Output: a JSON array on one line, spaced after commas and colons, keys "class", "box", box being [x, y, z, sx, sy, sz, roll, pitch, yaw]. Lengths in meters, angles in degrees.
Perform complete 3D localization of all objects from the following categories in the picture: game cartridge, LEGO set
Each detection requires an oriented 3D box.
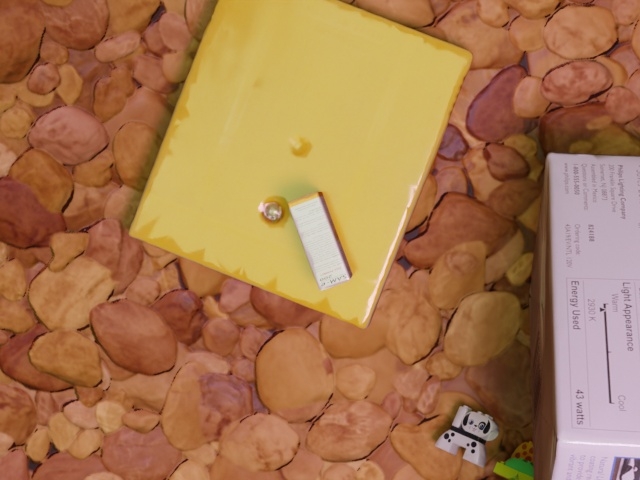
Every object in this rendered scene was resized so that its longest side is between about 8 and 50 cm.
[{"class": "game cartridge", "box": [-0.022, -0.103, 1.474, 0.285, 0.053, 0.323, 22, 92, 3]}, {"class": "LEGO set", "box": [0.248, 0.224, 1.435, 0.227, 0.087, 0.093, 19, 81, 38]}]

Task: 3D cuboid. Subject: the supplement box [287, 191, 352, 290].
[{"class": "supplement box", "box": [0.000, 0.000, 1.419, 0.036, 0.062, 0.098, -20, 90, 5]}]

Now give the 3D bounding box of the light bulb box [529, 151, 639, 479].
[{"class": "light bulb box", "box": [0.387, 0.118, 1.275, 0.361, 0.358, 0.225, 3, 138, 5]}]
